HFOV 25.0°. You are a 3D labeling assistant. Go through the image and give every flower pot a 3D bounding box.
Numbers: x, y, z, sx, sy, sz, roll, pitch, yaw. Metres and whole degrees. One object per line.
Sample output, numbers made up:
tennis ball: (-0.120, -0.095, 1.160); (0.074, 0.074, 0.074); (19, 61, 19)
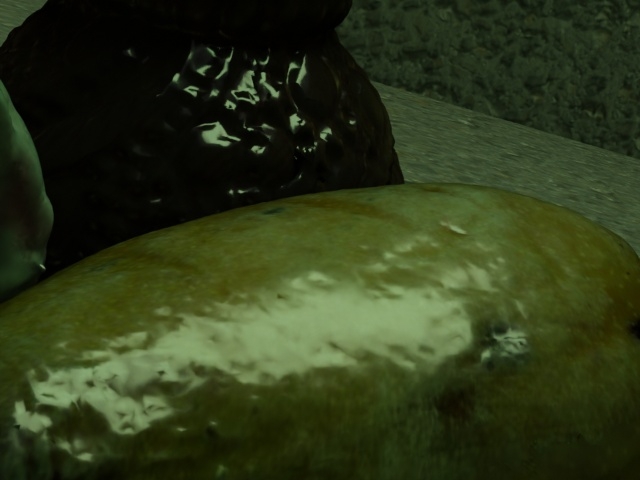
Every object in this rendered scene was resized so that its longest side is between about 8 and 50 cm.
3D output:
flower pot: (-0.072, -0.093, 0.795); (0.266, 0.267, 0.266); (7, 19, -3)

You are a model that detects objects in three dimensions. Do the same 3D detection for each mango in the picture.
mango: (-0.002, 0.068, 0.569); (0.329, 0.176, 0.176); (-7, -2, -21)

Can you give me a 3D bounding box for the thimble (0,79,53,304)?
thimble: (-0.218, -0.017, 0.577); (0.149, 0.185, 0.211); (32, -16, 41)
